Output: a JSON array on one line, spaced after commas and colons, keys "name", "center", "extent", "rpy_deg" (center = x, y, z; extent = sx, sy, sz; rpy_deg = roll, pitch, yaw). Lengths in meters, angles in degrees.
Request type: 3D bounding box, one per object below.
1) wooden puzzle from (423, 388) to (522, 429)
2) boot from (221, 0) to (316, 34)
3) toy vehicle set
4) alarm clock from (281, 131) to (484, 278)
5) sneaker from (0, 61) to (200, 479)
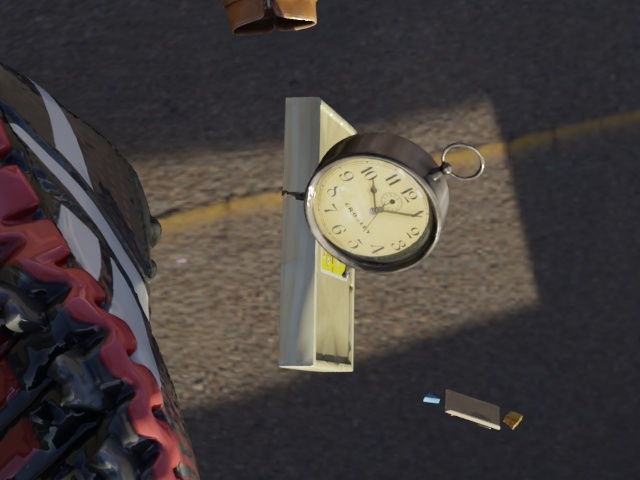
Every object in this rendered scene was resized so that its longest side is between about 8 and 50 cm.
[{"name": "wooden puzzle", "center": [0.180, 0.201, 1.598], "extent": [0.116, 0.078, 0.014], "rpy_deg": [20, 104, 7]}, {"name": "boot", "center": [-0.017, -0.295, 1.394], "extent": [0.197, 0.073, 0.152], "rpy_deg": [-14, 73, 9]}, {"name": "toy vehicle set", "center": [0.000, 0.000, 1.389], "extent": [0.166, 0.035, 0.267], "rpy_deg": [29, 61, -73]}, {"name": "alarm clock", "center": [0.069, -0.044, 1.244], "extent": [0.129, 0.192, 0.064], "rpy_deg": [54, 36, -18]}, {"name": "sneaker", "center": [-0.098, 0.030, 0.479], "extent": [0.276, 0.097, 0.135], "rpy_deg": [58, 19, 21]}]
